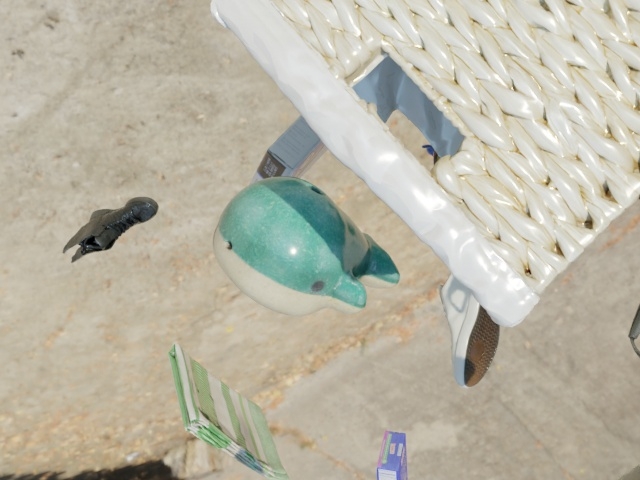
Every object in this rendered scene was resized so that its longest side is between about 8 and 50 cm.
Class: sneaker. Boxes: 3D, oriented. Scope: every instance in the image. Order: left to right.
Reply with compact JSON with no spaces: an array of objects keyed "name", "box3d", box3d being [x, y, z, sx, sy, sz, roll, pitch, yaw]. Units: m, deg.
[{"name":"sneaker","box3d":[-0.364,-0.018,1.205,0.170,0.089,0.051,-12,133,20]},{"name":"sneaker","box3d":[0.305,0.158,1.454,0.105,0.290,0.123,13,174,-38]}]

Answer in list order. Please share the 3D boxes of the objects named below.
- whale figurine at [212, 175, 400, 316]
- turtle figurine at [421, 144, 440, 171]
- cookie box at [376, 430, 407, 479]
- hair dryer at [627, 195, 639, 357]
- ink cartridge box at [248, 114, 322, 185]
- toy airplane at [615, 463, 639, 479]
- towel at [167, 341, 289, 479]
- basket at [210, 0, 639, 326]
[{"name":"whale figurine","box3d":[0.000,0.000,0.874,0.272,0.216,0.141,6,120,-43]},{"name":"turtle figurine","box3d":[0.262,-0.138,1.037,0.274,0.266,0.198,-5,122,23]},{"name":"cookie box","box3d":[0.124,0.401,1.193,0.040,0.092,0.107,3,116,15]},{"name":"hair dryer","box3d":[0.469,0.005,0.888,0.223,0.294,0.080,-26,141,19]},{"name":"ink cartridge box","box3d":[-0.007,-0.199,1.285,0.307,0.072,0.303,-50,-179,-20]},{"name":"toy airplane","box3d":[0.396,0.209,0.436,0.385,0.273,0.384,12,158,20]},{"name":"towel","box3d":[-0.199,0.375,1.494,0.038,0.248,0.325,-39,128,5]},{"name":"basket","box3d":[0.134,-0.144,0.619,0.266,0.328,0.331,-42,176,6]}]
